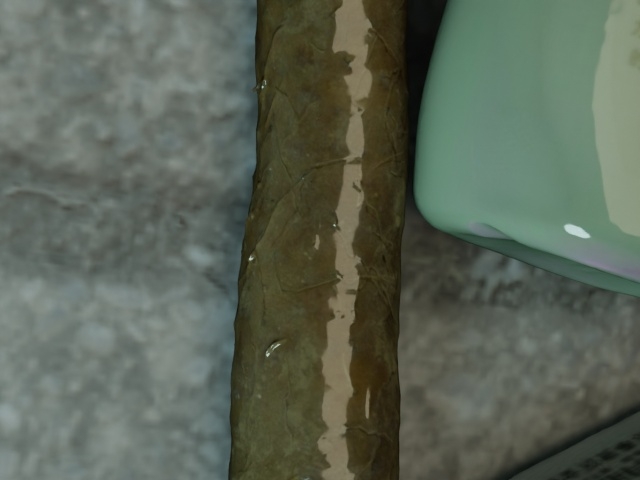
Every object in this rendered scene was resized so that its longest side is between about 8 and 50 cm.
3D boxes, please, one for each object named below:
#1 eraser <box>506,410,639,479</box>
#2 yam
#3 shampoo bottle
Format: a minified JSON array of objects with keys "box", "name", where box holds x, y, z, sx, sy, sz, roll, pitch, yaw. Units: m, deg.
[{"box":[0.179,0.151,0.692,0.287,0.086,0.130,-21,106,-22],"name":"eraser"},{"box":[0.000,0.000,0.595,0.081,0.081,0.357,-1,97,-25],"name":"yam"},{"box":[0.168,-0.150,0.613,0.222,0.151,0.349,18,89,-38],"name":"shampoo bottle"}]
